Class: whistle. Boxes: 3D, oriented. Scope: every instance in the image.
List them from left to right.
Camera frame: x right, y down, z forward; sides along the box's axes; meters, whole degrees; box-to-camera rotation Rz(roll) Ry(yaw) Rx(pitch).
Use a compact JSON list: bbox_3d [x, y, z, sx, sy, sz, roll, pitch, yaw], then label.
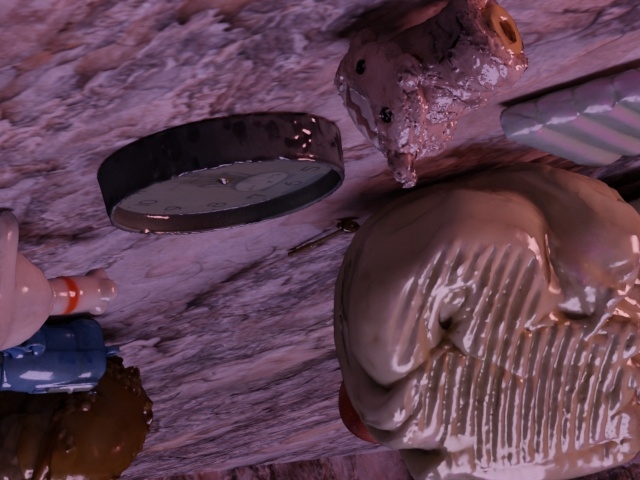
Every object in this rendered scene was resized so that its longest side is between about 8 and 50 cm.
[{"bbox_3d":[-0.369,0.139,1.837,0.269,0.093,0.180,1,163,-22],"label":"whistle"}]

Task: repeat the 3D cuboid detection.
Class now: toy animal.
[{"bbox_3d":[-0.314,0.046,1.421,0.141,0.138,0.282,-9,-167,27],"label":"toy animal"}]

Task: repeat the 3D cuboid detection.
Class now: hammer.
[{"bbox_3d":[0.000,0.000,1.702,0.029,0.014,0.123,8,159,-33],"label":"hammer"}]

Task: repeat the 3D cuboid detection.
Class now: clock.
[{"bbox_3d":[-0.084,-0.053,1.343,0.215,0.042,0.215,-10,167,-2],"label":"clock"}]

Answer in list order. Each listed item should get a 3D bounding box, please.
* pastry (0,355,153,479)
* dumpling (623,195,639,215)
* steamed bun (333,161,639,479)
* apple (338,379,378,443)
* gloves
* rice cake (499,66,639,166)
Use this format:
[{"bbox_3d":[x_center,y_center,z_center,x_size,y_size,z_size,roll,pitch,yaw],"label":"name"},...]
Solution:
[{"bbox_3d":[-0.372,0.231,1.964,0.311,0.162,0.255,-11,-157,18],"label":"pastry"},{"bbox_3d":[0.387,0.048,1.831,0.270,0.212,0.320,-48,178,-5],"label":"dumpling"},{"bbox_3d":[0.187,0.071,1.610,0.352,0.339,0.247,-6,-150,-3],"label":"steamed bun"},{"bbox_3d":[0.128,0.241,2.529,0.201,0.162,0.201,-4,157,-2],"label":"apple"},{"bbox_3d":[0.074,-0.116,1.098,0.144,0.110,0.094,-49,144,19],"label":"gloves"},{"bbox_3d":[0.281,-0.114,1.406,0.189,0.037,0.198,-16,166,22],"label":"rice cake"}]
